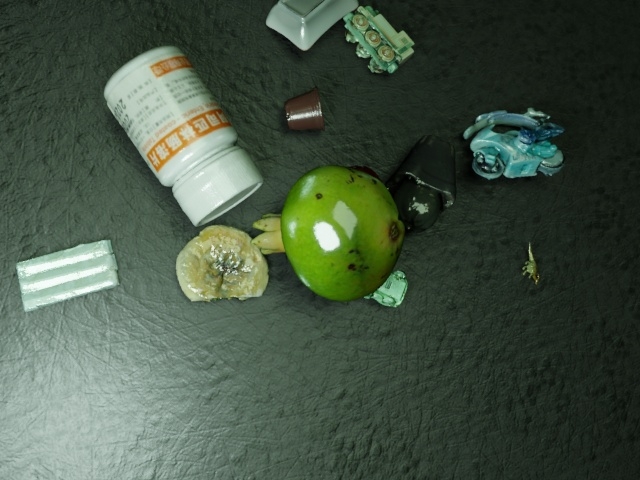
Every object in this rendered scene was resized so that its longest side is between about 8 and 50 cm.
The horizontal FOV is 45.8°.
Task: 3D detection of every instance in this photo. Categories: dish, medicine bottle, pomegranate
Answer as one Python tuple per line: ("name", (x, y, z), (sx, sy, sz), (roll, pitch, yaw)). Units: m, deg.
("dish", (-0.022, -0.594, 1.903), (0.151, 0.077, 0.212), (40, 72, 21))
("medicine bottle", (-0.306, -0.234, 1.718), (0.211, 0.211, 0.372), (-34, 89, -18))
("pomegranate", (0.000, 0.000, 1.683), (0.216, 0.358, 0.310), (-59, 139, -51))

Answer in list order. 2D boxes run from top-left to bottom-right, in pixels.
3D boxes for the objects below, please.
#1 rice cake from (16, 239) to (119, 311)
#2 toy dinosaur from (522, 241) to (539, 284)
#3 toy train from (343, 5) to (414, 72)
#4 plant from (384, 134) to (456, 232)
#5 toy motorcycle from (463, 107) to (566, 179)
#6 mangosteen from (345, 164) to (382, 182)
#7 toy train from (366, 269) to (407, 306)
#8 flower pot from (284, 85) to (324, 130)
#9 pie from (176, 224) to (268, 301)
("rice cake", (-0.559, 0.076, 1.685), (0.211, 0.038, 0.124), (-11, 83, -17))
("toy dinosaur", (0.545, 0.062, 1.975), (0.041, 0.026, 0.113), (-17, 93, -23))
("toy train", (0.148, -0.524, 1.963), (0.125, 0.081, 0.194), (-39, 88, -28))
("plant", (0.252, -0.136, 1.882), (0.164, 0.142, 0.256), (29, 63, -8))
("toy motorcycle", (0.502, -0.248, 1.972), (0.260, 0.154, 0.206), (-5, 58, -11))
("mangosteen", (0.073, -0.091, 1.823), (0.180, 0.166, 0.166), (-28, 87, 10))
("toy train", (0.132, 0.103, 1.841), (0.149, 0.081, 0.099), (24, 74, -15))
("flower pot", (-0.042, -0.316, 1.867), (0.089, 0.111, 0.111), (-11, 82, -1))
("pie", (-0.229, 0.054, 1.768), (0.218, 0.052, 0.185), (-5, 76, -17))
